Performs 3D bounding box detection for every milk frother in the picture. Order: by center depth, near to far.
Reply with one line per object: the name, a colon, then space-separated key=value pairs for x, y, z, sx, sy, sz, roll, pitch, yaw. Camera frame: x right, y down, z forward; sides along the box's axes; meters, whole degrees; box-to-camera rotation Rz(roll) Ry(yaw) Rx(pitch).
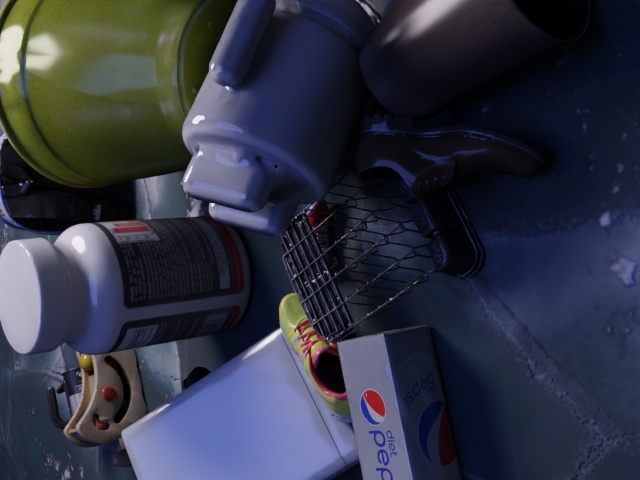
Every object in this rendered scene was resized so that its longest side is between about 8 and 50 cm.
milk frother: x=-0.540 y=0.364 z=1.766 sx=0.143 sy=0.129 sz=0.135 roll=73 pitch=180 yaw=-77

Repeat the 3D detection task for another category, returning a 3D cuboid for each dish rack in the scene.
dish rack: x=0.063 y=0.006 z=1.041 sx=0.271 sy=0.074 sz=0.208 roll=-39 pitch=64 yaw=36

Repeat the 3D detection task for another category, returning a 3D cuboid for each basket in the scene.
basket: x=0.159 y=-0.245 z=0.873 sx=0.227 sy=0.154 sz=0.204 roll=-34 pitch=51 yaw=49

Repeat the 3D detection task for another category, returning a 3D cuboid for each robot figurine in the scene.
robot figurine: x=-0.046 y=-0.187 z=0.997 sx=0.199 sy=0.300 sz=0.354 roll=16 pitch=72 yaw=23

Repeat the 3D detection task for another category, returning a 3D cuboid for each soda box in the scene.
soda box: x=0.110 y=0.261 z=1.018 sx=0.098 sy=0.091 sz=0.286 roll=-20 pitch=79 yaw=49

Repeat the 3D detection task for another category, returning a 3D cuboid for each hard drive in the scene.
hard drive: x=-0.123 y=0.308 z=1.189 sx=0.353 sy=0.047 sz=0.233 roll=-34 pitch=66 yaw=12

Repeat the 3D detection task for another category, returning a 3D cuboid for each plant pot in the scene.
plant pot: x=-0.254 y=-0.255 z=1.213 sx=0.353 sy=0.366 sz=0.367 roll=7 pitch=99 yaw=36

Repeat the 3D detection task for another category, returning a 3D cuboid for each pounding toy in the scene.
pounding toy: x=-0.468 y=0.350 z=1.625 sx=0.155 sy=0.154 sz=0.270 roll=-24 pitch=76 yaw=46

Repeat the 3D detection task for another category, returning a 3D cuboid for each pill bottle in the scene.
pill bottle: x=-0.312 y=0.071 z=1.266 sx=0.210 sy=0.362 sz=0.210 roll=6 pitch=98 yaw=47

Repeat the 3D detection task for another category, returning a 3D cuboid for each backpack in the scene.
backpack: x=-0.529 y=-0.131 z=1.563 sx=0.213 sy=0.263 sz=0.277 roll=-3 pitch=93 yaw=48

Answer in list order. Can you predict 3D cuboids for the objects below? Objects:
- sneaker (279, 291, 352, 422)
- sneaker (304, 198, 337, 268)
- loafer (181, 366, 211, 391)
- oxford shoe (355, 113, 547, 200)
sneaker: x=0.003 y=0.153 z=1.107 sx=0.208 sy=0.081 sz=0.094 roll=56 pitch=174 yaw=25
sneaker: x=0.000 y=0.000 z=1.150 sx=0.067 sy=0.042 sz=0.118 roll=46 pitch=133 yaw=40
loafer: x=-0.105 y=0.290 z=1.271 sx=0.302 sy=0.109 sz=0.095 roll=37 pitch=102 yaw=32
oxford shoe: x=0.148 y=-0.086 z=0.912 sx=0.227 sy=0.083 sz=0.096 roll=7 pitch=78 yaw=28
